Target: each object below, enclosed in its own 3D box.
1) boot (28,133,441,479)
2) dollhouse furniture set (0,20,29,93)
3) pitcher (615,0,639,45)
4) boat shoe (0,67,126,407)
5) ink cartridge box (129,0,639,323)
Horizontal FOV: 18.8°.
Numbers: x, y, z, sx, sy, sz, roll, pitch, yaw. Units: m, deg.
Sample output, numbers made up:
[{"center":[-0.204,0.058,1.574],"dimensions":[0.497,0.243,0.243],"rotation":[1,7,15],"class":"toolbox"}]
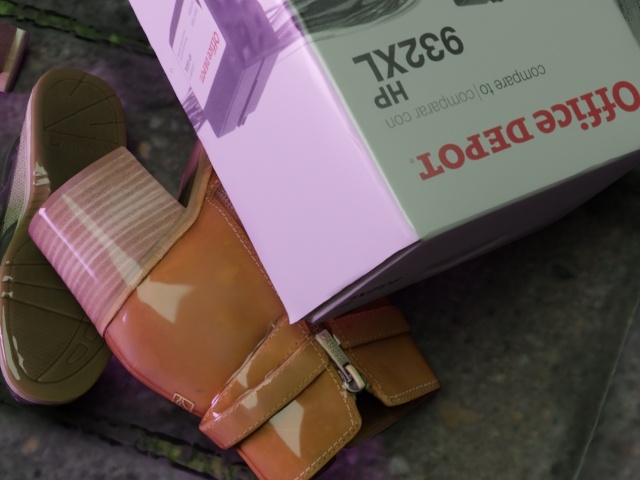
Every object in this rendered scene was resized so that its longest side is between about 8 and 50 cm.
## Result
[{"center":[0.000,0.000,1.125],"dimensions":[0.220,0.109,0.283],"rotation":[46,54,10],"class":"boot"},{"center":[-0.296,-0.044,1.194],"dimensions":[0.212,0.161,0.242],"rotation":[20,91,17],"class":"dollhouse furniture set"},{"center":[0.284,-0.148,1.153],"dimensions":[0.207,0.125,0.177],"rotation":[-18,79,-13],"class":"pitcher"},{"center":[-0.158,0.005,1.163],"dimensions":[0.080,0.073,0.223],"rotation":[11,59,-19],"class":"boat shoe"},{"center":[0.028,-0.139,1.076],"dimensions":[0.223,0.129,0.307],"rotation":[-21,80,-38],"class":"ink cartridge box"}]
